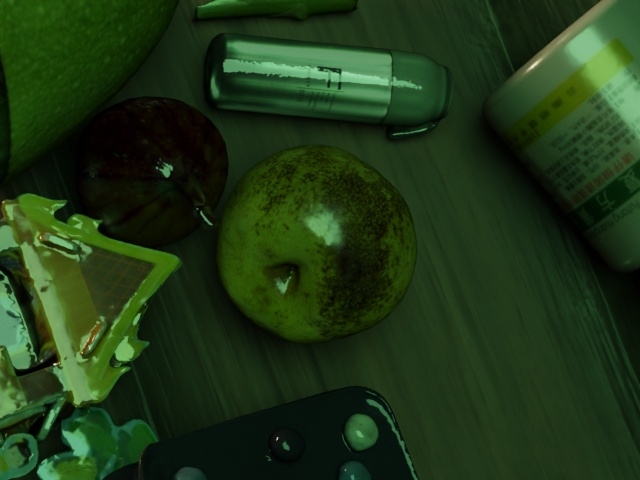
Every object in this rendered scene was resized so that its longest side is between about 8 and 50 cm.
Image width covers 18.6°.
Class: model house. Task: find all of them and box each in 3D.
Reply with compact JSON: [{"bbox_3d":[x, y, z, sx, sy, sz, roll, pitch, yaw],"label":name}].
[{"bbox_3d":[-0.251,0.127,1.808,0.313,0.242,0.358,-19,81,-20],"label":"model house"}]

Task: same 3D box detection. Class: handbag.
[{"bbox_3d":[-0.022,0.287,1.805,0.325,0.118,0.269,-14,73,-44],"label":"handbag"}]

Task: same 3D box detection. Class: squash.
[{"bbox_3d":[-0.255,-0.231,1.879,0.309,0.310,0.310,-24,84,-29],"label":"squash"}]

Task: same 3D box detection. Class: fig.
[{"bbox_3d":[-0.166,-0.069,1.893,0.149,0.202,0.148,-3,85,2],"label":"fig"}]

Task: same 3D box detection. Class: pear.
[{"bbox_3d":[0.000,0.000,1.921,0.197,0.197,0.197,3,77,-13],"label":"pear"}]

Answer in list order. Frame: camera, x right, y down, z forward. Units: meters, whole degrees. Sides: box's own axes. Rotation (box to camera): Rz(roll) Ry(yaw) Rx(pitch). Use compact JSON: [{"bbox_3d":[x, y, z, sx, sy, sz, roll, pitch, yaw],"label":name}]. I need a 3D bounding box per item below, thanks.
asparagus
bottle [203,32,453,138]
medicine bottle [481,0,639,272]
[{"bbox_3d":[-0.048,-0.253,2.043,0.178,0.041,0.045,-6,123,-14],"label":"asparagus"},{"bbox_3d":[0.007,-0.157,2.017,0.253,0.079,0.096,4,114,-12],"label":"bottle"},{"bbox_3d":[0.346,-0.073,2.006,0.208,0.208,0.340,-39,88,-18],"label":"medicine bottle"}]
